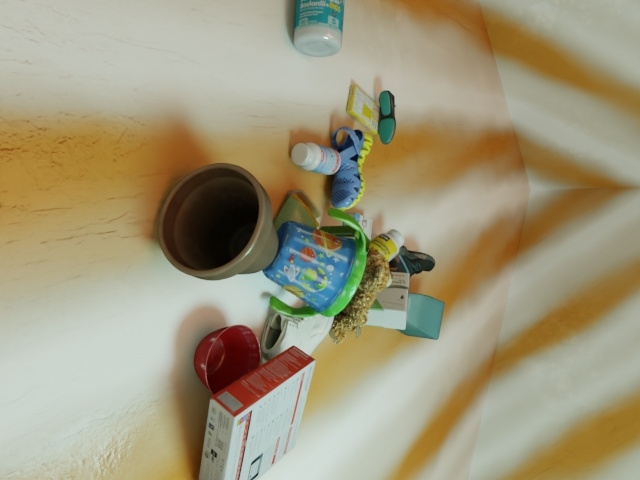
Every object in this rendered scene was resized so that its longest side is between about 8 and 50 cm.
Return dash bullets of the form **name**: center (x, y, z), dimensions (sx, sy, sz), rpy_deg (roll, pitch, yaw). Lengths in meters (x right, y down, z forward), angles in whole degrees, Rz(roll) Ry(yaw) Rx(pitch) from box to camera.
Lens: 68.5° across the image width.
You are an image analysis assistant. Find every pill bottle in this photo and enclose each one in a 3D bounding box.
- **pill bottle**: center (0.227, 0.036, 1.755), dimensions (0.184, 0.103, 0.103), rpy_deg (-38, 122, -29)
- **pill bottle**: center (-0.002, -0.701, 1.403), dimensions (0.146, 0.146, 0.263), rpy_deg (5, 88, -53)
- **pill bottle**: center (-0.015, -0.255, 1.460), dimensions (0.160, 0.087, 0.087), rpy_deg (1, 91, -53)

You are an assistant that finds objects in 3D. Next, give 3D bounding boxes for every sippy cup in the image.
- **sippy cup**: center (-0.030, 0.062, 1.287), dimensions (0.224, 0.240, 0.305), rpy_deg (26, 78, -17)

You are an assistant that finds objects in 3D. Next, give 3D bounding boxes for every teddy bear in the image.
- **teddy bear**: center (0.129, 0.189, 1.523), dimensions (0.337, 0.113, 0.245), rpy_deg (-60, 180, 6)

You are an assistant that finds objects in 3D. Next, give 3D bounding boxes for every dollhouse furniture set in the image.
- **dollhouse furniture set**: center (0.000, 0.000, 1.440), dimensions (0.301, 0.152, 0.197), rpy_deg (49, 55, -43)

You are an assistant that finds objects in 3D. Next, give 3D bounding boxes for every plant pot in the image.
- **plant pot**: center (0.379, 0.299, 1.962), dimensions (0.234, 0.166, 0.165), rpy_deg (30, 68, -43)
- **plant pot**: center (-0.210, -0.020, 1.117), dimensions (0.229, 0.263, 0.262), rpy_deg (45, 55, -67)

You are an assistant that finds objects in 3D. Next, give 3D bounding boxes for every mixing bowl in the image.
- **mixing bowl**: center (-0.247, 0.294, 1.172), dimensions (0.182, 0.098, 0.181), rpy_deg (-4, 95, -54)

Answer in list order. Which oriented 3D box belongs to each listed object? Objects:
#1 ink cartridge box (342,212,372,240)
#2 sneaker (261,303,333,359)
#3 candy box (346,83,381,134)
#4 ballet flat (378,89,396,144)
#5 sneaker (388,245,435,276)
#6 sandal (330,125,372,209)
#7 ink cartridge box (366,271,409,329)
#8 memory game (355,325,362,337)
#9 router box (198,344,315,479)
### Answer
- **ink cartridge box**: center (0.135, -0.046, 1.701), dimensions (0.123, 0.052, 0.088), rpy_deg (16, 79, -54)
- **sneaker**: center (-0.064, 0.246, 1.408), dimensions (0.292, 0.108, 0.169), rpy_deg (-59, 138, -31)
- **candy box**: center (0.166, -0.479, 1.739), dimensions (0.206, 0.027, 0.105), rpy_deg (23, 71, -52)
- **ballet flat**: center (0.260, -0.466, 1.790), dimensions (0.074, 0.074, 0.202), rpy_deg (-9, 98, -53)
- **sneaker**: center (0.354, 0.104, 1.961), dimensions (0.341, 0.125, 0.139), rpy_deg (14, 84, -42)
- **sandal**: center (0.079, -0.252, 1.571), dimensions (0.138, 0.126, 0.316), rpy_deg (32, 58, -46)
- **ink cartridge box**: center (0.236, 0.209, 1.700), dimensions (0.219, 0.161, 0.092), rpy_deg (-71, 161, -54)
- **memory game**: center (0.144, 0.260, 1.704), dimensions (0.186, 0.012, 0.186), rpy_deg (4, 90, -78)
- **router box**: center (-0.162, 0.480, 1.214), dimensions (0.301, 0.082, 0.335), rpy_deg (-20, 130, -51)
